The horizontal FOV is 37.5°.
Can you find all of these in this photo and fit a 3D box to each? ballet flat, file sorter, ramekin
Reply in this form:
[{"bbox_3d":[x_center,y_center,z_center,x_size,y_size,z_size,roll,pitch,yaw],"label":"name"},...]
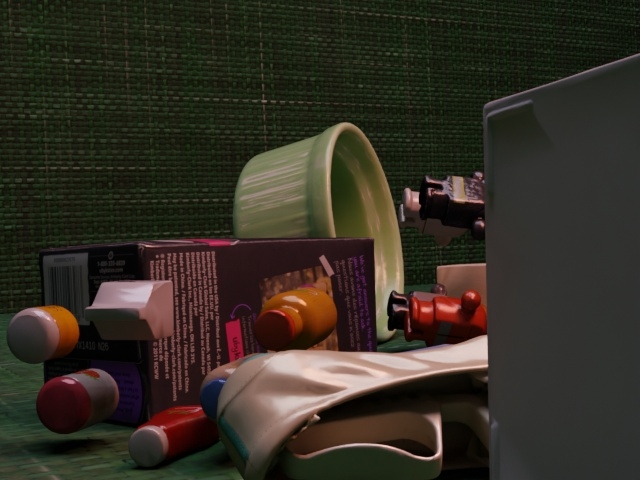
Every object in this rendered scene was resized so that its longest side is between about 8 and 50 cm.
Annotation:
[{"bbox_3d":[0.069,0.100,0.515,0.248,0.086,0.086,-4,0,-14],"label":"ballet flat"},{"bbox_3d":[0.199,0.029,0.339,0.173,0.193,0.277,0,-1,-19],"label":"file sorter"},{"bbox_3d":[0.000,0.000,1.311,0.148,0.304,0.303,-10,-3,20],"label":"ramekin"}]

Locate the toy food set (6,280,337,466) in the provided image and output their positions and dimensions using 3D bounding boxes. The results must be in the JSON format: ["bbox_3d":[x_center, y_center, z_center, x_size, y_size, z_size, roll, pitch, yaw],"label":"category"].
[{"bbox_3d":[-0.111,0.084,0.622,0.232,0.111,0.104,0,0,12],"label":"toy food set"}]

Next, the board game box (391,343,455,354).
[{"bbox_3d":[0.180,0.115,0.816,0.281,0.027,0.145,-3,-1,44],"label":"board game box"}]

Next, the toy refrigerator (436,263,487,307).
[{"bbox_3d":[0.294,0.077,1.226,0.269,0.102,0.094,-4,-1,28],"label":"toy refrigerator"}]

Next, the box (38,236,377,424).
[{"bbox_3d":[-0.094,0.070,0.854,0.165,0.144,0.270,-3,-1,44],"label":"box"}]

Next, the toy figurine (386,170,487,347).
[{"bbox_3d":[0.170,0.030,1.101,0.148,0.213,0.209,7,-4,-4],"label":"toy figurine"}]
